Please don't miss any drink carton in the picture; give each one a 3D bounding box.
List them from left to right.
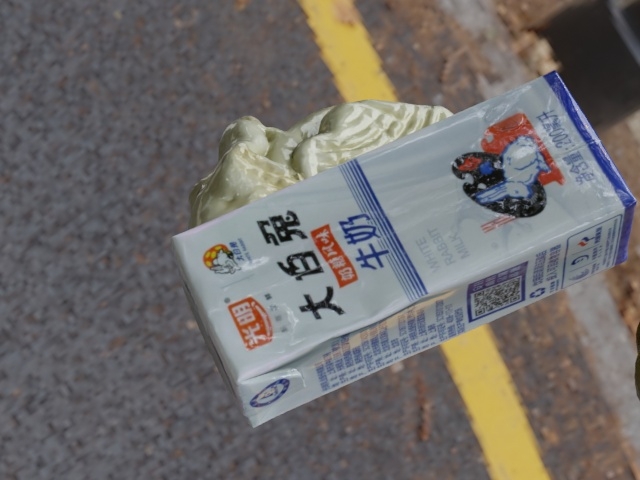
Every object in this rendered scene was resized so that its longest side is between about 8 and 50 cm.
[{"bbox_3d":[0.059,0.006,1.168,0.315,0.106,0.130,-23,62,-7],"label":"drink carton"}]

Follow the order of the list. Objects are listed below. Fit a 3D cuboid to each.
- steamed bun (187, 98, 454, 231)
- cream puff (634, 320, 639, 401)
[{"bbox_3d":[0.003,0.001,1.544,0.276,0.203,0.289,22,58,-12],"label":"steamed bun"},{"bbox_3d":[0.302,0.010,0.704,0.324,0.291,0.257,9,48,3],"label":"cream puff"}]
